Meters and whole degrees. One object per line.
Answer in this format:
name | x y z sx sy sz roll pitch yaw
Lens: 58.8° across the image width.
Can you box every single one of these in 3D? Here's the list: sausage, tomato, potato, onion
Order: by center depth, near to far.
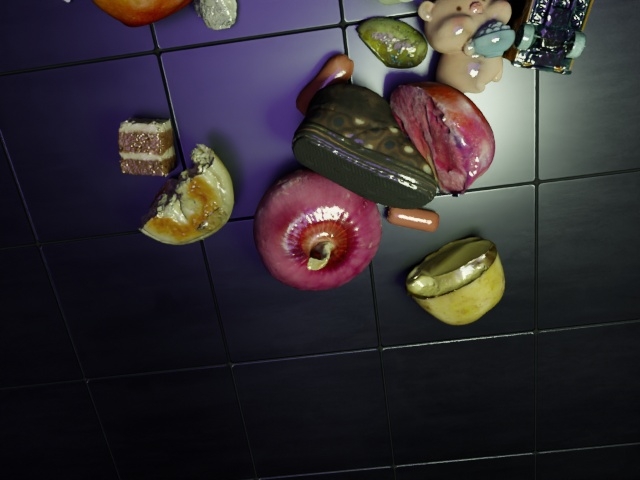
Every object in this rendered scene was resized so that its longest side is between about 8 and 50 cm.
tomato | 0.323 -0.282 1.443 0.176 0.335 0.289 -28 113 -14
potato | 0.188 -0.516 1.482 0.198 0.054 0.119 31 112 -11
sausage | 0.012 -0.413 1.515 0.077 0.077 0.194 39 106 -14
onion | 0.002 -0.010 1.562 0.359 0.344 0.358 -18 142 -14
sausage | 0.268 -0.066 1.656 0.154 0.062 0.062 12 112 -4
potato | 0.413 0.138 1.665 0.286 0.242 0.242 -35 107 7

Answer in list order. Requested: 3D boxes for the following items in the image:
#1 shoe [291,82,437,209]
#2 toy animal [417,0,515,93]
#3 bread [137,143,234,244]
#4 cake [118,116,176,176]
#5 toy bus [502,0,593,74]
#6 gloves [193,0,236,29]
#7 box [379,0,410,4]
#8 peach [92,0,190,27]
shoe | 0.133 -0.245 1.446 0.384 0.237 0.171 24 155 -2
toy animal | 0.369 -0.497 1.424 0.210 0.229 0.221 -29 155 -16
bread | -0.344 -0.112 1.590 0.192 0.171 0.314 32 115 -25
cake | -0.471 -0.259 1.556 0.135 0.135 0.147 5 107 -1
toy bus | 0.560 -0.585 1.373 0.162 0.194 0.323 9 115 -2
gloves | -0.270 -0.615 1.438 0.115 0.070 0.153 3 113 -1
box | 0.234 -0.745 1.262 0.373 0.091 0.366 -30 114 -30
peach | -0.415 -0.659 1.312 0.308 0.307 0.332 23 123 -8
